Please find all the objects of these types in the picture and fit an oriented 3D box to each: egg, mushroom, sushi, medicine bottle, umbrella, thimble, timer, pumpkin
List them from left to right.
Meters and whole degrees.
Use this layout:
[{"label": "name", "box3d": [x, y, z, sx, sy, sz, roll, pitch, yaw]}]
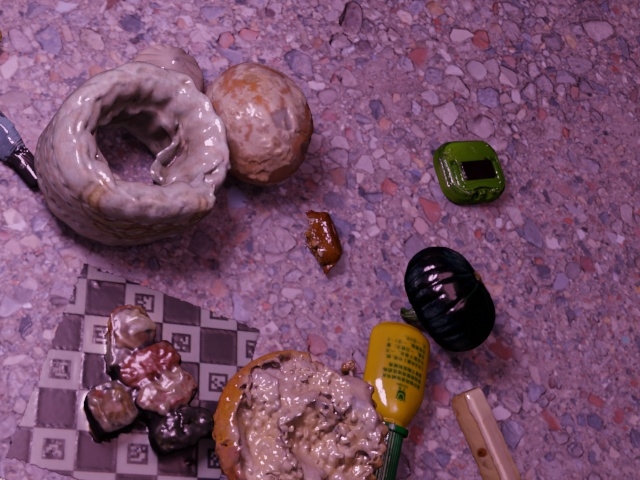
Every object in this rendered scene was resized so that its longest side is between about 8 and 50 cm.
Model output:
[{"label": "umbrella", "box3d": [-0.537, -0.188, 1.710, 0.053, 0.052, 0.250, -37, 89, -30]}, {"label": "thimble", "box3d": [-0.298, -0.129, 1.688, 0.291, 0.195, 0.291, 11, 67, -28]}, {"label": "sushi", "box3d": [-0.265, 0.219, 1.616, 0.320, 0.069, 0.339, 23, 58, -12]}, {"label": "egg", "box3d": [-0.110, -0.206, 1.824, 0.195, 0.195, 0.233, -1, 52, -23]}, {"label": "sushi", "box3d": [0.001, 0.001, 1.851, 0.060, 0.061, 0.118, -21, 63, 12]}, {"label": "mushroom", "box3d": [0.022, 0.325, 1.717, 0.028, 0.026, 0.286, 13, 61, 1]}, {"label": "medicine bottle", "box3d": [0.114, 0.282, 1.743, 0.111, 0.076, 0.309, 19, 59, -11]}, {"label": "pumpkin", "box3d": [0.224, 0.102, 1.825, 0.194, 0.194, 0.150, 40, 85, 0]}, {"label": "timer", "box3d": [0.292, -0.135, 2.044, 0.140, 0.047, 0.128, -5, 68, -25]}]

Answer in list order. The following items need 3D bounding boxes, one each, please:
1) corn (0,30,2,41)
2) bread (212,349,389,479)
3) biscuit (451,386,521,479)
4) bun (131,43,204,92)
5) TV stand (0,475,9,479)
[{"label": "corn", "box3d": [-0.668, -0.415, 1.742, 0.310, 0.101, 0.101, 33, 57, -3]}, {"label": "bread", "box3d": [-0.040, 0.305, 1.614, 0.274, 0.149, 0.274, 9, 58, -15]}, {"label": "biscuit", "box3d": [0.286, 0.343, 1.798, 0.052, 0.056, 0.188, -14, 70, -28]}, {"label": "bun", "box3d": [-0.266, -0.293, 1.858, 0.138, 0.094, 0.138, 10, 64, -22]}, {"label": "TV stand", "box3d": [-0.510, 0.425, 1.428, 0.042, 0.036, 0.249, 35, 57, -2]}]
